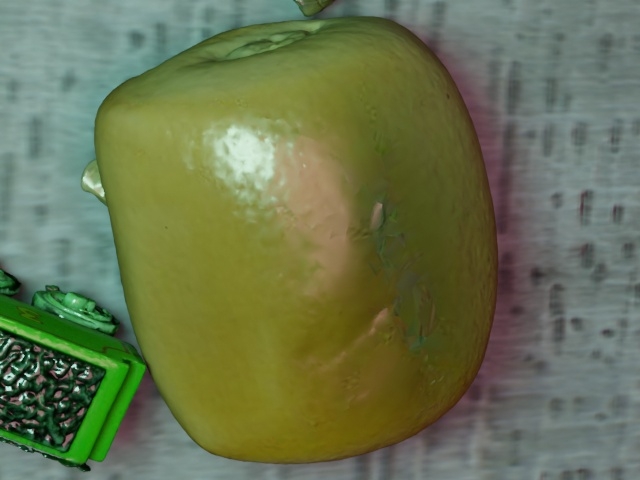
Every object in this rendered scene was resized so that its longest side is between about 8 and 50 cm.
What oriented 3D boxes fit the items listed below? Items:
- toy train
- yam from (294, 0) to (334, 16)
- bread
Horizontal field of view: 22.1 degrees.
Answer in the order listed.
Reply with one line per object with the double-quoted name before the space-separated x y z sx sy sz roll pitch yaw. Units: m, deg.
"toy train" -0.273 0.102 1.450 0.243 0.188 0.132 24 96 -23
"yam" 0.105 -0.348 1.535 0.371 0.083 0.083 -41 113 -5
"bread" 0.000 0.000 1.478 0.348 0.253 0.376 -20 111 -31
